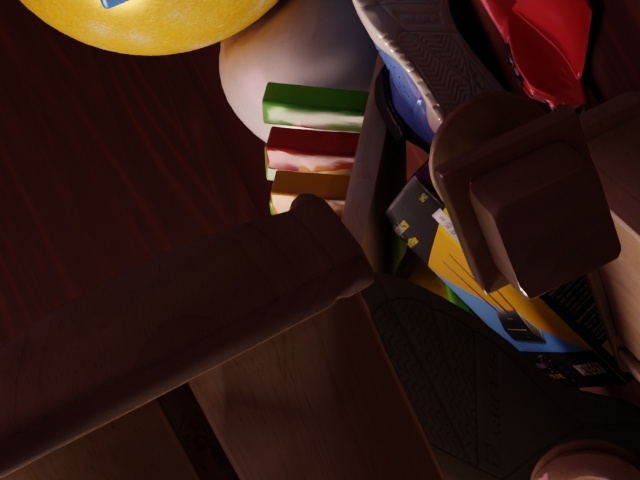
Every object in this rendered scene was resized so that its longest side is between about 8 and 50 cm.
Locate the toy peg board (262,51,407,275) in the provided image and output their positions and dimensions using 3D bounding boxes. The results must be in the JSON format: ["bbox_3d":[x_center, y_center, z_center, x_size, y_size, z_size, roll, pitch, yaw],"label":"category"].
[{"bbox_3d":[0.000,0.000,1.023,0.161,0.079,0.160,85,-167,-47],"label":"toy peg board"}]

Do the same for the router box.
[{"bbox_3d":[0.097,0.012,0.870,0.133,0.046,0.179,45,174,2],"label":"router box"}]

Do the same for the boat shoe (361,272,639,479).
[{"bbox_3d":[0.089,0.128,0.799,0.320,0.103,0.118,33,-137,-31],"label":"boat shoe"}]

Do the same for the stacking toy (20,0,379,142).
[{"bbox_3d":[-0.116,-0.227,1.040,0.480,0.350,0.350,49,-178,-25],"label":"stacking toy"}]

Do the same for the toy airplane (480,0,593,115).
[{"bbox_3d":[0.082,-0.103,0.771,0.151,0.028,0.151,63,176,8],"label":"toy airplane"}]

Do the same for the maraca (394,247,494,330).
[{"bbox_3d":[0.087,0.035,1.034,0.127,0.099,0.186,70,-170,-46],"label":"maraca"}]

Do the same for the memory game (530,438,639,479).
[{"bbox_3d":[0.135,0.120,0.538,0.012,0.186,0.186,-69,-39,-57],"label":"memory game"}]

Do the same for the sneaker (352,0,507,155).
[{"bbox_3d":[0.046,-0.107,0.942,0.152,0.058,0.084,58,167,-6],"label":"sneaker"}]

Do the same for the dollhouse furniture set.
[{"bbox_3d":[0.015,0.109,0.648,0.303,0.355,0.174,66,175,-27],"label":"dollhouse furniture set"}]

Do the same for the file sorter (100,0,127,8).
[{"bbox_3d":[-0.052,-0.210,0.831,0.104,0.170,0.118,78,166,-55],"label":"file sorter"}]
